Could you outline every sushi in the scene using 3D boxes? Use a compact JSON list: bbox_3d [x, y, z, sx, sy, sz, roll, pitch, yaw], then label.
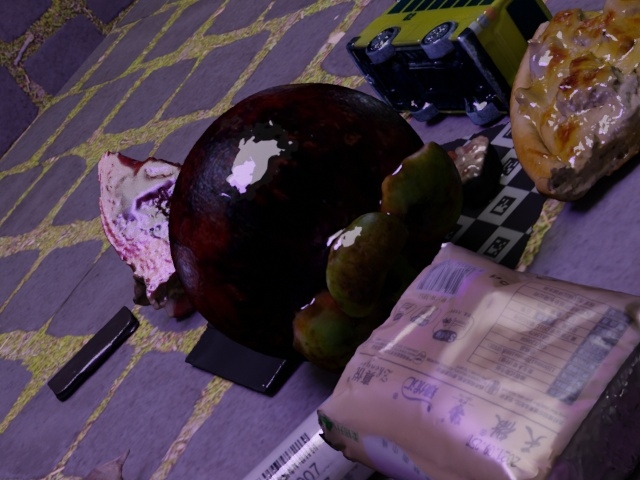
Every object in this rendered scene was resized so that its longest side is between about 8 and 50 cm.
[{"bbox_3d":[0.139,-0.059,1.532,0.290,0.050,0.264,-14,37,48],"label":"sushi"}]

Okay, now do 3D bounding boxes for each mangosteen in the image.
[{"bbox_3d":[-0.003,-0.010,1.397,0.311,0.311,0.311,-35,25,19],"label":"mangosteen"}]

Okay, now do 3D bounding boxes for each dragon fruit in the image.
[{"bbox_3d":[-0.183,0.002,1.835,0.262,0.134,0.212,16,71,23],"label":"dragon fruit"}]

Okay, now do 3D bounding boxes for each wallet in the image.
[{"bbox_3d":[-0.317,0.156,1.929,0.157,0.018,0.082,-46,23,-8],"label":"wallet"}]

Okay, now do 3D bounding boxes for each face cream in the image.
[{"bbox_3d":[0.003,0.200,1.267,0.269,0.082,0.082,-44,23,0],"label":"face cream"}]

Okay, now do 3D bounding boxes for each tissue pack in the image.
[{"bbox_3d":[0.145,0.115,1.113,0.256,0.123,0.215,14,61,52],"label":"tissue pack"}]

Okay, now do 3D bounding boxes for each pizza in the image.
[{"bbox_3d":[0.288,-0.173,1.425,0.223,0.089,0.323,-27,30,25],"label":"pizza"}]

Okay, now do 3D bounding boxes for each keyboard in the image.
[{"bbox_3d":[-0.091,0.132,1.610,0.072,0.023,0.231,-57,26,-13],"label":"keyboard"}]

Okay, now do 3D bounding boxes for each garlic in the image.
[{"bbox_3d":[-0.245,0.303,1.523,0.084,0.066,0.152,-13,31,1],"label":"garlic"}]

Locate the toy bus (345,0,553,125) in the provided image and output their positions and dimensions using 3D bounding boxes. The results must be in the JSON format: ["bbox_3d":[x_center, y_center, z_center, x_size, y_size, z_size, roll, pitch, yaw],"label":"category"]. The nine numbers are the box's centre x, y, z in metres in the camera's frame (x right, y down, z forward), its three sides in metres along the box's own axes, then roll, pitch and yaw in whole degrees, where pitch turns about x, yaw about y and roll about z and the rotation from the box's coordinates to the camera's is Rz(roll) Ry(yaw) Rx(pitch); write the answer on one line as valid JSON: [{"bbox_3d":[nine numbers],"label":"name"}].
[{"bbox_3d":[0.163,-0.233,1.689,0.150,0.128,0.262,-46,25,-18],"label":"toy bus"}]
